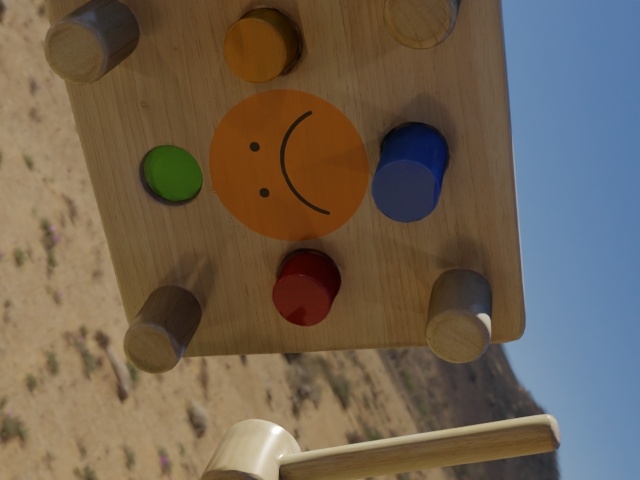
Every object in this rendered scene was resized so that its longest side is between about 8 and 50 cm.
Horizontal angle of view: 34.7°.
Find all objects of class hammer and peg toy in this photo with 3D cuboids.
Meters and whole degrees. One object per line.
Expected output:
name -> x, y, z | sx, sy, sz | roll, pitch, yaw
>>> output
hammer and peg toy -> 0.000, 0.000, 0.624 | 0.127, 0.266, 0.361 | -69, 151, -63
